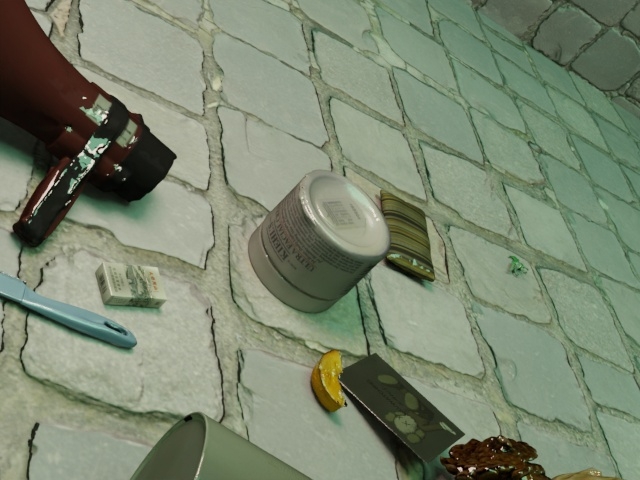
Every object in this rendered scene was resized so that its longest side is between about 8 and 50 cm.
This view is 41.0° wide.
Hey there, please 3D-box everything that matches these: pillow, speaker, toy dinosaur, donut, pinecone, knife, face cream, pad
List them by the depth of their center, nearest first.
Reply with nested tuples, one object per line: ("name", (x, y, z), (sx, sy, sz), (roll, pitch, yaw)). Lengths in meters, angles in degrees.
("knife", (-0.355, 0.057, 0.998), (0.313, 0.019, 0.044), (27, 29, -24))
("speaker", (-0.349, -0.159, 1.106), (0.329, 0.198, 0.259), (42, 18, -20))
("pinecone", (0.257, 0.361, 1.200), (0.195, 0.150, 0.179), (48, 15, 4))
("donut", (0.015, 0.204, 1.222), (0.067, 0.038, 0.083), (-9, 65, -55))
("pad", (0.118, 0.245, 1.278), (0.190, 0.004, 0.127), (40, 29, 22))
("face cream", (0.000, 0.000, 1.328), (0.177, 0.153, 0.177), (28, 36, -22))
("pillow", (0.162, -0.012, 1.627), (0.113, 0.038, 0.203), (27, 36, -20))
("toy dinosaur", (0.422, 0.050, 1.862), (0.083, 0.021, 0.062), (22, 32, -38))

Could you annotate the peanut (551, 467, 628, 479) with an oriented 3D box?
("peanut", (0.457, 0.438, 1.249), (0.140, 0.325, 0.153), (39, 76, -29))

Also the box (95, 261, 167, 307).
("box", (-0.245, 0.058, 1.110), (0.083, 0.024, 0.054), (9, 45, -43))

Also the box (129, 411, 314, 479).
("box", (-0.110, 0.296, 0.801), (0.149, 0.226, 0.226), (35, 34, -14))
